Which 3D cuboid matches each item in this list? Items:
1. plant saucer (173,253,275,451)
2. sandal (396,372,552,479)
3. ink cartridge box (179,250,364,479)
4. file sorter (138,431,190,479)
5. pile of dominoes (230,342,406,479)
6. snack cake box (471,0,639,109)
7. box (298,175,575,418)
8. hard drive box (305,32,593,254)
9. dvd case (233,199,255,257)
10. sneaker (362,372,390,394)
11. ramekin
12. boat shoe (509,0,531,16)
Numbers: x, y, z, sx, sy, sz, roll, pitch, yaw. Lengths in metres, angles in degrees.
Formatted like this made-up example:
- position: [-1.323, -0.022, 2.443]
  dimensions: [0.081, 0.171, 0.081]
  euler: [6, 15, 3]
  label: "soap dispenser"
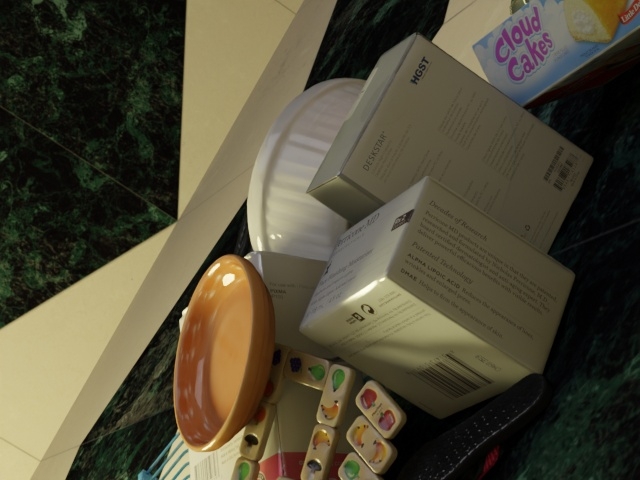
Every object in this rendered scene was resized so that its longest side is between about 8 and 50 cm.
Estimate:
- position: [-0.094, 0.114, 1.491]
  dimensions: [0.200, 0.037, 0.199]
  euler: [-41, 42, 54]
  label: "plant saucer"
- position: [0.140, 0.188, 1.332]
  dimensions: [0.179, 0.040, 0.067]
  euler: [-38, 24, 13]
  label: "sandal"
- position: [-0.049, 0.179, 1.571]
  dimensions: [0.207, 0.117, 0.283]
  euler: [-39, 50, 51]
  label: "ink cartridge box"
- position: [-0.148, 0.319, 1.848]
  dimensions: [0.104, 0.118, 0.170]
  euler: [-51, 14, 7]
  label: "file sorter"
- position: [-0.025, 0.231, 1.386]
  dimensions: [0.196, 0.040, 0.251]
  euler: [12, 85, 45]
  label: "pile of dominoes"
- position: [0.293, -0.227, 1.485]
  dimensions: [0.152, 0.089, 0.264]
  euler: [-22, -7, -34]
  label: "snack cake box"
- position: [0.108, 0.059, 1.412]
  dimensions: [0.181, 0.182, 0.119]
  euler: [-36, 25, 56]
  label: "box"
- position: [0.133, -0.067, 1.511]
  dimensions: [0.181, 0.232, 0.089]
  euler: [-61, 14, -19]
  label: "hard drive box"
- position: [0.000, 0.000, 1.753]
  dimensions: [0.022, 0.253, 0.180]
  euler: [17, 93, 42]
  label: "dvd case"
- position: [0.023, 0.150, 1.706]
  dimensions: [0.092, 0.087, 0.229]
  euler: [-58, 15, -13]
  label: "sneaker"
- position: [0.057, -0.045, 1.689]
  dimensions: [0.127, 0.273, 0.272]
  euler: [16, 69, 42]
  label: "ramekin"
- position: [0.293, -0.285, 1.767]
  dimensions: [0.079, 0.095, 0.254]
  euler: [-49, 20, -20]
  label: "boat shoe"
